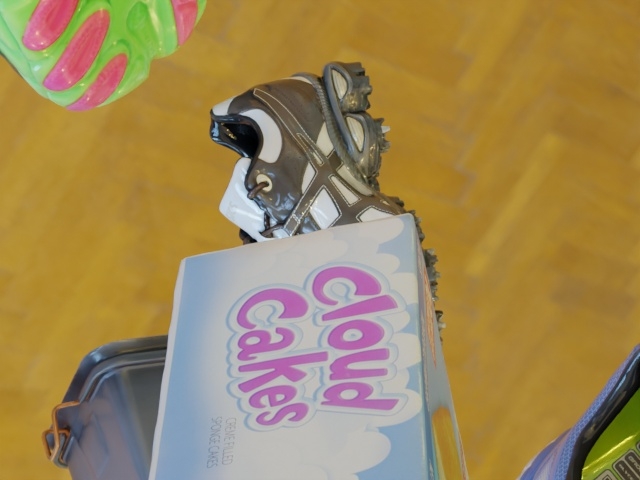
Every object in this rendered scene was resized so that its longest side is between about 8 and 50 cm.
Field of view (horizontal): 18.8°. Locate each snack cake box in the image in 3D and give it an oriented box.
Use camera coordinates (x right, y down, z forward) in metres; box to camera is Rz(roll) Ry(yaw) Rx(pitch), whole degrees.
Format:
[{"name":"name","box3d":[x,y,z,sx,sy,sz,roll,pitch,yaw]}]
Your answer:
[{"name":"snack cake box","box3d":[0.005,0.128,0.603,0.089,0.264,0.152,-11,121,7]}]

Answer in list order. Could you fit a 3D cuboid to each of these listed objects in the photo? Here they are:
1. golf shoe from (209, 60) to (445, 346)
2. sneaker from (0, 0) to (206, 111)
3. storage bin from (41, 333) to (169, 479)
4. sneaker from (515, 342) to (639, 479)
[{"name":"golf shoe","box3d":[0.000,0.000,0.957,0.094,0.198,0.077,-9,141,-15]},{"name":"sneaker","box3d":[-0.214,-0.260,0.979,0.185,0.202,0.483,-44,143,-22]},{"name":"storage bin","box3d":[-0.100,0.124,1.084,0.098,0.091,0.135,-5,149,-26]},{"name":"sneaker","box3d":[0.260,0.095,1.223,0.330,0.130,0.147,-45,173,-14]}]
